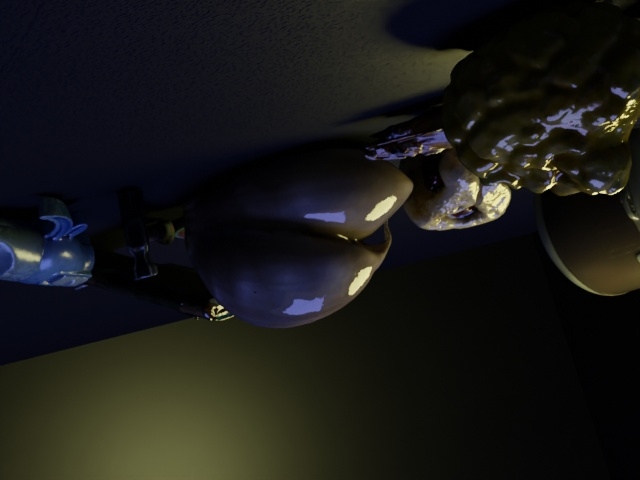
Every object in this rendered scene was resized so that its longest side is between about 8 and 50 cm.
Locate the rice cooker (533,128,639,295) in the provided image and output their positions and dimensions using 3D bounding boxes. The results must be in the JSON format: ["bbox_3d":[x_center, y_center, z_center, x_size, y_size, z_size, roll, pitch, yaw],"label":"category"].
[{"bbox_3d":[0.606,-0.076,1.826,0.335,0.335,0.325,-11,170,-38],"label":"rice cooker"}]

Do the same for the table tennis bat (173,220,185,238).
[{"bbox_3d":[-0.121,-0.039,1.583,0.244,0.040,0.153,-13,173,7],"label":"table tennis bat"}]

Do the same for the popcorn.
[{"bbox_3d":[0.246,-0.134,1.013,0.226,0.203,0.200,-24,-179,-11],"label":"popcorn"}]

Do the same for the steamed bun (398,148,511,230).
[{"bbox_3d":[0.211,-0.100,1.454,0.172,0.141,0.155,-11,168,-11],"label":"steamed bun"}]

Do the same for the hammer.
[{"bbox_3d":[-0.232,-0.009,1.352,0.033,0.111,0.287,-13,-179,-1],"label":"hammer"}]

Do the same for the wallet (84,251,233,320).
[{"bbox_3d":[-0.250,0.065,1.496,0.317,0.044,0.169,11,-171,28],"label":"wallet"}]

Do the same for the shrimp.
[{"bbox_3d":[0.185,-0.156,1.298,0.287,0.063,0.152,-17,-176,-6],"label":"shrimp"}]

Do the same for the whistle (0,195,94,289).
[{"bbox_3d":[-0.365,0.008,1.215,0.180,0.093,0.269,-25,164,16],"label":"whistle"}]

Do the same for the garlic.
[{"bbox_3d":[0.000,0.000,1.376,0.340,0.232,0.246,-7,167,-24],"label":"garlic"}]

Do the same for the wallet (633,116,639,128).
[{"bbox_3d":[0.348,-0.173,1.122,0.232,0.122,0.031,8,-122,50],"label":"wallet"}]
